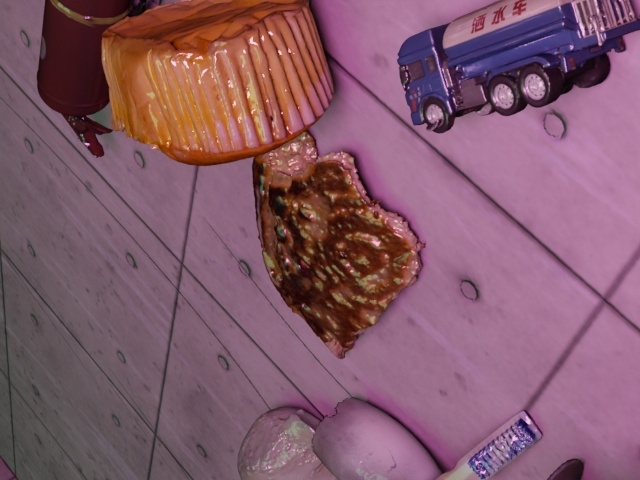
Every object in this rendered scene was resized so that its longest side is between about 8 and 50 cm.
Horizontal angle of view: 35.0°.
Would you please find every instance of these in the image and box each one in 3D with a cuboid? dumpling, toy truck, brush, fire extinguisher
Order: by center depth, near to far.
[{"bbox_3d":[0.140,-0.140,0.757,0.202,0.074,0.088,-9,103,55],"label":"toy truck"},{"bbox_3d":[0.145,0.235,1.007,0.033,0.030,0.178,47,111,1],"label":"brush"},{"bbox_3d":[-0.267,-0.241,1.190,0.141,0.105,0.341,48,143,19],"label":"fire extinguisher"},{"bbox_3d":[-0.041,0.295,1.316,0.152,0.108,0.219,54,149,9],"label":"dumpling"}]

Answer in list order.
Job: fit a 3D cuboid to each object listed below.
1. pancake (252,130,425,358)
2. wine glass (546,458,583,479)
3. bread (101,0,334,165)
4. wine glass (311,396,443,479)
[{"bbox_3d":[0.000,0.000,1.077,0.212,0.056,0.257,44,138,10],"label":"pancake"},{"bbox_3d":[0.283,0.284,0.888,0.202,0.093,0.093,36,140,35],"label":"wine glass"},{"bbox_3d":[-0.101,-0.157,0.973,0.250,0.179,0.133,15,131,48],"label":"bread"},{"bbox_3d":[0.070,0.344,1.077,0.310,0.264,0.096,31,165,37],"label":"wine glass"}]
